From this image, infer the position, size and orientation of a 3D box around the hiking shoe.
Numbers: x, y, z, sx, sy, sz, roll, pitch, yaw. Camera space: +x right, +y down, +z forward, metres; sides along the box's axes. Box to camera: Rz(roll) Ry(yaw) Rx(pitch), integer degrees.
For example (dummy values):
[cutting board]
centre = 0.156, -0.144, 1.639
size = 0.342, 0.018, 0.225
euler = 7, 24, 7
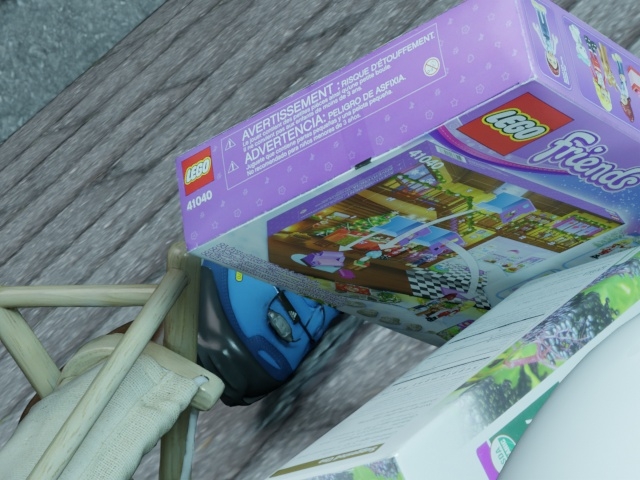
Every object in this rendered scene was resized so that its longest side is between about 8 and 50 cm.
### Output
[hiking shoe]
centre = 0.000, 0.000, 1.380
size = 0.132, 0.113, 0.304
euler = -26, 19, 34

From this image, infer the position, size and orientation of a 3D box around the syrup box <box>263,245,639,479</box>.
[syrup box]
centre = 0.087, 0.093, 0.883
size = 0.096, 0.093, 0.237
euler = -20, 8, 43

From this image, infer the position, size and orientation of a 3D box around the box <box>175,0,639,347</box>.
[box]
centre = 0.098, -0.018, 0.977
size = 0.201, 0.293, 0.057
euler = -25, 60, 30

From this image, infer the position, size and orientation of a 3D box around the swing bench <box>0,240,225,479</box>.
[swing bench]
centre = -0.150, 0.172, 1.025
size = 0.165, 0.255, 0.253
euler = 0, 32, 23

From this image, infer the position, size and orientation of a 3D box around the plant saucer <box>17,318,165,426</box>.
[plant saucer]
centre = -0.175, 0.118, 1.551
size = 0.198, 0.036, 0.198
euler = -34, 16, 11

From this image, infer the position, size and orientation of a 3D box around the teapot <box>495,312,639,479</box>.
[teapot]
centre = 0.122, 0.143, 0.401
size = 0.252, 0.256, 0.187
euler = -28, 25, 55
